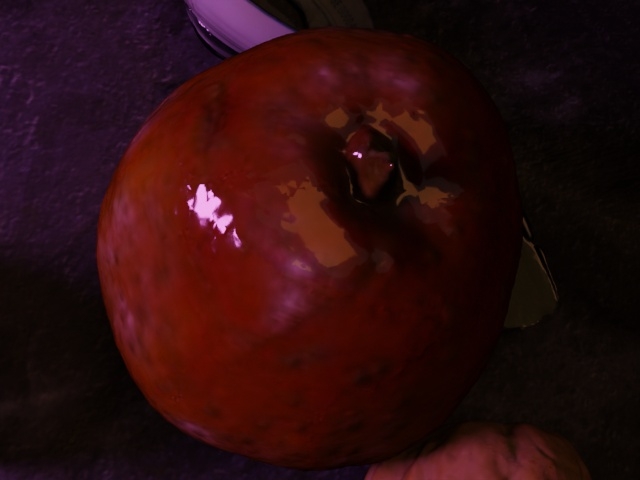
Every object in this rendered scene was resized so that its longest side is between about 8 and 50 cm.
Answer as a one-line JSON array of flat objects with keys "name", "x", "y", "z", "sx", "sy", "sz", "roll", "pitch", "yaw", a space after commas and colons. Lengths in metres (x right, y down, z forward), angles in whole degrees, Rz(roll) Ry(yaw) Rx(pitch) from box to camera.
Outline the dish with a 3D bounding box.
[{"name": "dish", "x": -0.082, "y": -0.266, "z": 0.895, "sx": 0.273, "sy": 0.134, "sz": 0.273, "roll": 28, "pitch": 37, "yaw": -23}]

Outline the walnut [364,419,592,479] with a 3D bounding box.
[{"name": "walnut", "x": 0.147, "y": 0.291, "z": 0.711, "sx": 0.257, "sy": 0.224, "sz": 0.257, "roll": 2, "pitch": 75, "yaw": -7}]

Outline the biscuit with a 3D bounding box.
[{"name": "biscuit", "x": 0.183, "y": -0.047, "z": 0.937, "sx": 0.099, "sy": 0.038, "sz": 0.322, "roll": -20, "pitch": 78, "yaw": -17}]

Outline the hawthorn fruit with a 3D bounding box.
[{"name": "hawthorn fruit", "x": 0.000, "y": 0.000, "z": 0.686, "sx": 0.403, "sy": 0.403, "sz": 0.402, "roll": 5, "pitch": 71, "yaw": -13}]
